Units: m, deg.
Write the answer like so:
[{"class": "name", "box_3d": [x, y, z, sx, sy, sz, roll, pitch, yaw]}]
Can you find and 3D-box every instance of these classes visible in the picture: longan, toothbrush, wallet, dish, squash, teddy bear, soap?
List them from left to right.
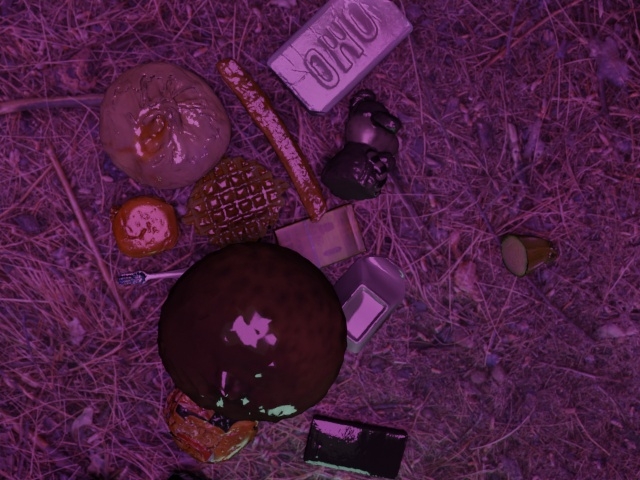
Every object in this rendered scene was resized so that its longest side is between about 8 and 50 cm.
[{"class": "toothbrush", "box_3d": [-0.254, 0.071, 1.463, 0.417, 0.040, 0.042, -5, 97, -9]}, {"class": "longan", "box_3d": [-0.137, 0.193, 1.306, 0.390, 0.391, 0.392, -1, 98, -5]}, {"class": "soap", "box_3d": [0.040, -0.422, 1.386, 0.289, 0.095, 0.173, -43, 100, 2]}, {"class": "wallet", "box_3d": [0.087, 0.508, 1.555, 0.244, 0.025, 0.125, 13, 96, -6]}, {"class": "dish", "box_3d": [0.104, 0.146, 1.487, 0.154, 0.064, 0.234, 39, 92, -8]}, {"class": "teddy bear", "box_3d": [0.115, -0.204, 1.394, 0.144, 0.171, 0.251, 26, 89, -28]}, {"class": "squash", "box_3d": [0.514, 0.024, 1.499, 0.132, 0.105, 0.105, -12, 99, -16]}]

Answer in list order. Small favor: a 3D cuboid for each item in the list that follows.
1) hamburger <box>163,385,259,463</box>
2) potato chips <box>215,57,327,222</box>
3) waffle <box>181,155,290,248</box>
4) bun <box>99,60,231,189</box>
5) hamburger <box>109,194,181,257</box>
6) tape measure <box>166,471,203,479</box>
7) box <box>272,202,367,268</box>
[{"class": "hamburger", "box_3d": [-0.255, 0.413, 1.475, 0.230, 0.107, 0.231, -2, 99, -12]}, {"class": "potato chips", "box_3d": [-0.096, -0.228, 1.412, 0.057, 0.080, 0.407, -29, 101, 16]}, {"class": "waffle", "box_3d": [-0.193, -0.084, 1.432, 0.207, 0.054, 0.214, 25, 92, -7]}, {"class": "bun", "box_3d": [-0.340, -0.247, 1.347, 0.286, 0.146, 0.288, 0, 91, 0]}, {"class": "hamburger", "box_3d": [-0.390, -0.033, 1.410, 0.147, 0.083, 0.138, -13, 95, -6]}, {"class": "tape measure", "box_3d": [-0.323, 0.653, 1.493, 0.181, 0.107, 0.182, 42, 77, -6]}, {"class": "box", "box_3d": [0.000, 0.000, 1.465, 0.193, 0.030, 0.122, -20, 99, -9]}]
